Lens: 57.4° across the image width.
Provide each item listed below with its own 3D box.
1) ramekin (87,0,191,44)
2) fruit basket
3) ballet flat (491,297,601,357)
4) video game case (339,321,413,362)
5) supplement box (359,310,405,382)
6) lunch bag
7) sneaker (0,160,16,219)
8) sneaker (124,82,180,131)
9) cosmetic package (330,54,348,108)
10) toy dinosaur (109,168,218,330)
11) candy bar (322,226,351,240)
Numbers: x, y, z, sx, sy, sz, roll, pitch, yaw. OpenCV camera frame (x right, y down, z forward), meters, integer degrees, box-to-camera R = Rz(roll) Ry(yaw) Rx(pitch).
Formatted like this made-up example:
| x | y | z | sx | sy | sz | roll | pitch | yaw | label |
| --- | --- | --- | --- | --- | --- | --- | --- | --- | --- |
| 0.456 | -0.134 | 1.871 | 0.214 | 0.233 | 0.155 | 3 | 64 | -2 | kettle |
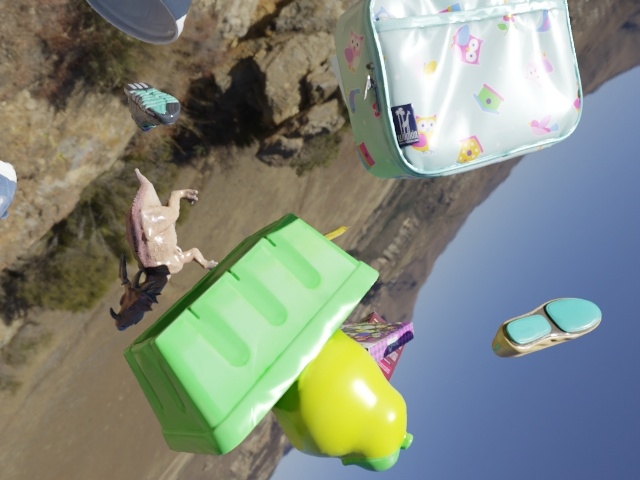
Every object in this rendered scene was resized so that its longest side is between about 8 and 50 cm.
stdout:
| x | y | z | sx | sy | sz | roll | pitch | yaw | label |
| --- | --- | --- | --- | --- | --- | --- | --- | --- | --- |
| -0.337 | -0.478 | 1.089 | 0.207 | 0.207 | 0.109 | 101 | 11 | -74 | ramekin |
| -0.047 | 0.191 | 0.882 | 0.392 | 0.392 | 0.283 | -49 | -166 | -33 | fruit basket |
| 0.405 | 0.159 | 1.062 | 0.232 | 0.080 | 0.073 | -9 | 145 | -23 | ballet flat |
| 0.052 | 0.206 | 1.184 | 0.232 | 0.210 | 0.042 | -9 | 94 | -60 | video game case |
| 0.126 | 0.321 | 1.544 | 0.073 | 0.130 | 0.239 | -39 | -168 | 48 | supplement box |
| 0.158 | -0.196 | 0.668 | 0.279 | 0.224 | 0.108 | -15 | -169 | -20 | lunch bag |
| -0.844 | -0.123 | 1.279 | 0.130 | 0.322 | 0.236 | 109 | -18 | -44 | sneaker |
| -0.377 | -0.284 | 1.328 | 0.083 | 0.223 | 0.098 | -14 | 126 | -30 | sneaker |
| 0.219 | -0.382 | 1.235 | 0.217 | 0.156 | 0.385 | -10 | -163 | 37 | cosmetic package |
| -0.318 | 0.003 | 1.086 | 0.127 | 0.296 | 0.200 | -12 | -177 | 36 | toy dinosaur |
| 0.000 | 0.000 | 1.405 | 0.161 | 0.018 | 0.040 | -27 | -174 | -3 | candy bar |
